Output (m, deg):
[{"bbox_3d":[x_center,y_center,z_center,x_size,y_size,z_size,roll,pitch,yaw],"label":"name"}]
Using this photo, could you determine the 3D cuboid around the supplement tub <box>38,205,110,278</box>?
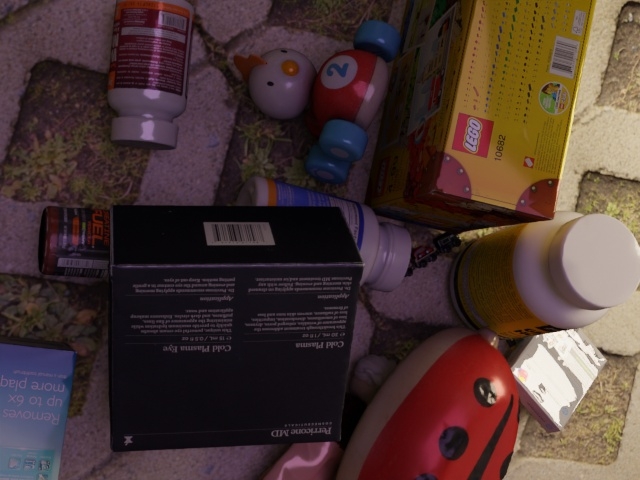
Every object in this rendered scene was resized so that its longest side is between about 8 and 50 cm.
[{"bbox_3d":[-0.319,0.005,1.532,0.197,0.106,0.106,4,88,-21],"label":"supplement tub"}]

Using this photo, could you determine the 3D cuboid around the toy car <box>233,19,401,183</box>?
[{"bbox_3d":[-0.026,-0.244,1.601,0.238,0.210,0.219,20,72,-6],"label":"toy car"}]

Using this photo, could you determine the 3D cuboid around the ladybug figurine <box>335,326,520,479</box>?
[{"bbox_3d":[0.188,0.350,1.639,0.305,0.162,0.449,26,89,-42],"label":"ladybug figurine"}]

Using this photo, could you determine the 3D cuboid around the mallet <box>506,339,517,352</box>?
[{"bbox_3d":[0.354,0.189,1.816,0.062,0.039,0.190,-23,92,-23],"label":"mallet"}]

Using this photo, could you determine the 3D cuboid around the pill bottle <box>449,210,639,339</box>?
[{"bbox_3d":[0.360,0.057,1.646,0.187,0.334,0.188,3,79,-18],"label":"pill bottle"}]

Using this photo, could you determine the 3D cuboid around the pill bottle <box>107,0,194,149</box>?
[{"bbox_3d":[-0.259,-0.254,1.546,0.121,0.121,0.221,6,87,-20],"label":"pill bottle"}]

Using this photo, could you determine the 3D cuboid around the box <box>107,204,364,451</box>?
[{"bbox_3d":[-0.134,0.124,1.472,0.343,0.179,0.313,0,118,-12],"label":"box"}]

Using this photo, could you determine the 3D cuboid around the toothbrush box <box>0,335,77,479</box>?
[{"bbox_3d":[-0.484,0.285,1.458,0.216,0.126,0.296,10,87,-20],"label":"toothbrush box"}]

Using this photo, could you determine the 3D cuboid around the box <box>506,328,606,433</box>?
[{"bbox_3d":[0.411,0.224,1.796,0.145,0.038,0.186,49,55,-7],"label":"box"}]

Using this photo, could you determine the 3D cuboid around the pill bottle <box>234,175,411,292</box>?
[{"bbox_3d":[0.000,0.000,1.623,0.272,0.152,0.152,14,85,-20],"label":"pill bottle"}]

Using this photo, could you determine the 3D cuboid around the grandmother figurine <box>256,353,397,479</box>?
[{"bbox_3d":[0.011,0.320,1.659,0.342,0.104,0.208,-47,126,-17],"label":"grandmother figurine"}]

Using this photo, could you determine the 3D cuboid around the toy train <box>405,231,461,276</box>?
[{"bbox_3d":[0.174,0.027,1.752,0.158,0.027,0.036,-30,96,-18],"label":"toy train"}]

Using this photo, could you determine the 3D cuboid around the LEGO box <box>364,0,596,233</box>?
[{"bbox_3d":[0.249,-0.278,1.591,0.193,0.372,0.500,13,85,-12],"label":"LEGO box"}]
